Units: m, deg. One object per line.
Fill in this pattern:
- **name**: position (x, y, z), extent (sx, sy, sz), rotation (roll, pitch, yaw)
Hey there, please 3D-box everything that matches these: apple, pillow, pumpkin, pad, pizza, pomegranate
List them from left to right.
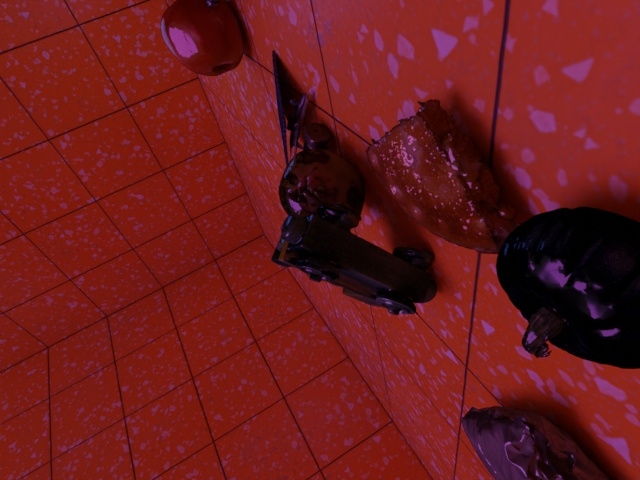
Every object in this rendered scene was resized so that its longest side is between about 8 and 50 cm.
- **apple**: position (-0.378, -0.666, 1.340), extent (0.241, 0.242, 0.242), rotation (57, 169, -13)
- **pad**: position (-0.118, -0.374, 1.236), extent (0.269, 0.012, 0.270), rotation (93, 168, -66)
- **pomegranate**: position (0.007, -0.129, 1.003), extent (0.221, 0.204, 0.276), rotation (27, 164, 5)
- **pizza**: position (0.185, -0.108, 0.638), extent (0.335, 0.086, 0.226), rotation (47, 157, 44)
- **pillow**: position (0.423, 0.443, 0.772), extent (0.283, 0.138, 0.310), rotation (48, 166, 17)
- **pumpkin**: position (0.288, 0.048, 0.446), extent (0.194, 0.150, 0.194), rotation (31, 134, 40)

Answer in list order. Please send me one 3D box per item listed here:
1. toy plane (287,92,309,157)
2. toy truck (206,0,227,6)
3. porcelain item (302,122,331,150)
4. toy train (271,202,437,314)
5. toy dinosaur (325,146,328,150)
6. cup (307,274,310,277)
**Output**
- **toy plane**: position (-0.065, -0.323, 1.137), extent (0.226, 0.058, 0.226), rotation (101, 170, -64)
- **toy truck**: position (-0.267, -0.709, 1.097), extent (0.216, 0.116, 0.110), rotation (-129, 15, -67)
- **porcelain item**: position (-0.028, -0.219, 1.147), extent (0.081, 0.069, 0.216), rotation (59, 151, 31)
- **toy train**: position (0.067, 0.051, 0.932), extent (0.397, 0.160, 0.253), rotation (26, 167, -23)
- **toy dinosaur**: position (0.018, -0.167, 1.270), extent (0.139, 0.070, 0.286), rotation (49, 157, 3)
- **cup**: position (-0.016, 0.010, 1.501), extent (0.255, 0.173, 0.202), rotation (46, 159, 49)
